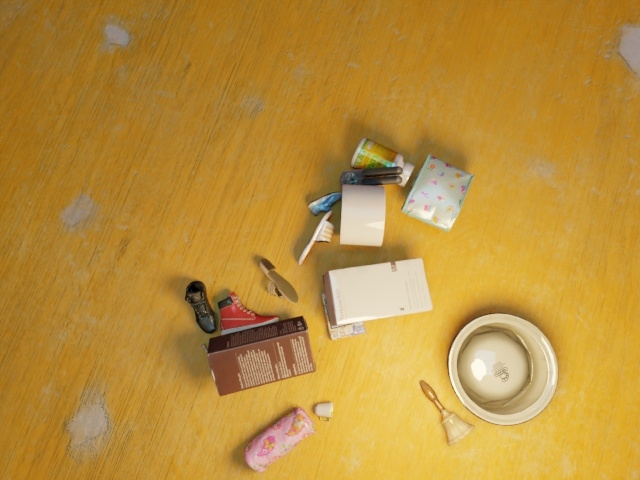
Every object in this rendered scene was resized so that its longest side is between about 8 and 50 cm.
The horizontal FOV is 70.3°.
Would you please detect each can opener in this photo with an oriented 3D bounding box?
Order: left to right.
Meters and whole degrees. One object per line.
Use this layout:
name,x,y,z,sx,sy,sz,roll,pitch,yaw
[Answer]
can opener,0.211,-0.253,1.873,0.283,0.095,0.076,0,81,31

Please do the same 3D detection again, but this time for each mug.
mug,0.013,0.675,1.790,0.064,0.062,0.078,-1,74,9

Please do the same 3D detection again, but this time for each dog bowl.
dog bowl,0.679,0.485,1.757,0.408,0.150,0.408,0,80,1

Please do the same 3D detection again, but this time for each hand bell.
hand bell,0.471,0.653,1.772,0.126,0.126,0.242,-34,69,-4

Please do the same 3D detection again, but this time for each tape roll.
tape roll,0.165,-0.101,1.824,0.169,0.246,0.246,2,80,2

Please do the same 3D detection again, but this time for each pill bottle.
pill bottle,0.263,-0.323,1.914,0.246,0.136,0.136,27,82,6

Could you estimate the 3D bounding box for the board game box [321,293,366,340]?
board game box,0.094,0.298,1.858,0.147,0.045,0.193,-12,80,0

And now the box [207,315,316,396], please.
box,-0.223,0.441,1.751,0.381,0.143,0.191,-13,108,-8

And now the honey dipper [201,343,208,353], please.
honey dipper,-0.440,0.491,1.851,0.030,0.030,0.160,-37,79,-5

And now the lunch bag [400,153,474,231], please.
lunch bag,0.476,-0.183,1.875,0.223,0.160,0.262,26,76,5

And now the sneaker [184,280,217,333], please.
sneaker,-0.488,0.271,1.839,0.087,0.130,0.227,-18,82,0

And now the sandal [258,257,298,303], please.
sandal,-0.188,0.188,1.884,0.240,0.088,0.079,50,116,15

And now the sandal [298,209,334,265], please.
sandal,0.000,0.001,1.892,0.076,0.102,0.265,30,91,5

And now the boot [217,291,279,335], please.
boot,-0.296,0.286,1.854,0.244,0.088,0.176,-10,79,4

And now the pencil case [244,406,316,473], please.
pencil case,-0.158,0.769,1.752,0.284,0.124,0.124,-37,81,-4

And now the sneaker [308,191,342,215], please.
sneaker,0.031,-0.157,1.942,0.162,0.063,0.073,-25,99,1

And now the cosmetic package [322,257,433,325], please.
cosmetic package,0.215,0.203,1.784,0.385,0.156,0.217,-9,80,-13
